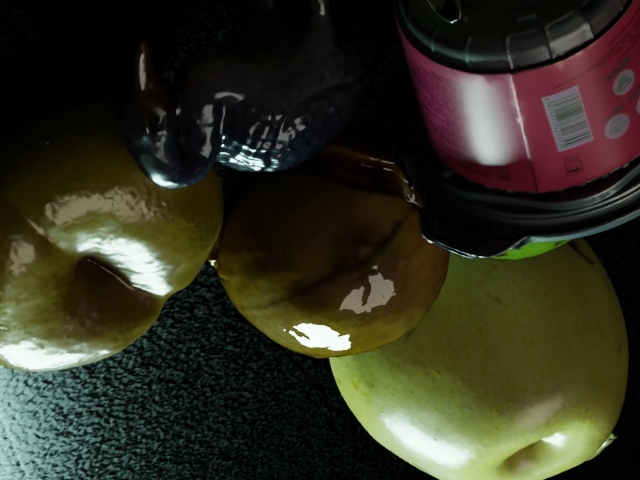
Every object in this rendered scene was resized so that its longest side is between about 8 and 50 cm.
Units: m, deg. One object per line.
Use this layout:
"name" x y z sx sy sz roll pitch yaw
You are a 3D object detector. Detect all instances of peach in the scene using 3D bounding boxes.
"peach" -0.197 -0.005 1.435 0.251 0.153 0.251 -34 157 -17

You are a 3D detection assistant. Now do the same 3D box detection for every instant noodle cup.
"instant noodle cup" 0.163 -0.151 1.357 0.302 0.258 0.181 -62 148 -27

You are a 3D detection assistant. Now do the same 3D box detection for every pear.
"pear" 0.163 0.105 1.851 0.309 0.309 0.309 -27 151 -16

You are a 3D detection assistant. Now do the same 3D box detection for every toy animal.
"toy animal" -0.036 -0.140 1.390 0.298 0.122 0.185 -16 115 -54

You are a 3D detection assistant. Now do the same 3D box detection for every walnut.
"walnut" 0.000 0.000 1.574 0.209 0.209 0.336 -29 -179 -12

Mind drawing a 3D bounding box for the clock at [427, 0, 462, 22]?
"clock" 0.077 -0.255 1.260 0.069 0.232 0.170 18 127 -26

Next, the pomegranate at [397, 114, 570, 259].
"pomegranate" 0.146 -0.081 1.667 0.263 0.211 0.211 -12 168 36
